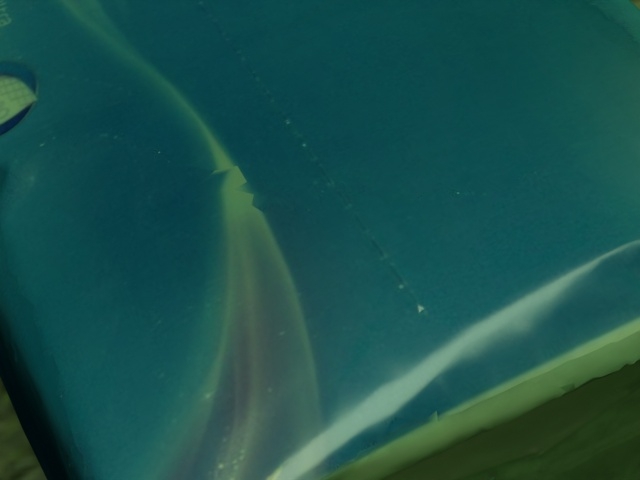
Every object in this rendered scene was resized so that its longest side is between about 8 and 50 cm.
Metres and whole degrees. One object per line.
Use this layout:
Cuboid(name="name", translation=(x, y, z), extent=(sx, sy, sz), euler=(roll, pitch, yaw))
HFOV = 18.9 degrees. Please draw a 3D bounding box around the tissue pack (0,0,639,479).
Cuboid(name="tissue pack", translation=(0.000, 0.000, 0.544), extent=(0.198, 0.146, 0.263), euler=(-24, 44, -10))
